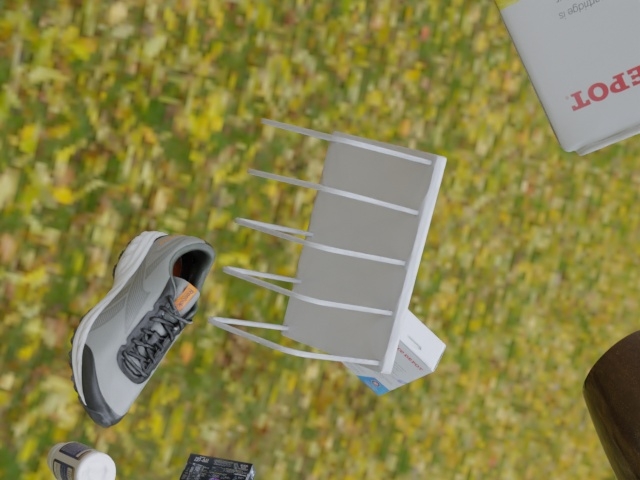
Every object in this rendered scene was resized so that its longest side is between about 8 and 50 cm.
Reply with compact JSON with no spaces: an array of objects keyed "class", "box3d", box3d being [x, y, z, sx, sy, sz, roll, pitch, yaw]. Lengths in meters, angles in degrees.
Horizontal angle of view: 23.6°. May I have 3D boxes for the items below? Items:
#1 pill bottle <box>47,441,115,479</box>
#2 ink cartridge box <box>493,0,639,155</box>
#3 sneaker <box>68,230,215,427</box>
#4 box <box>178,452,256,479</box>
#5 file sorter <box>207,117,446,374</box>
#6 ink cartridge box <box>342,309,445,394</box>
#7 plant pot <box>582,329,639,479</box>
[{"class":"pill bottle","box3d":[-0.361,0.338,2.290,0.067,0.120,0.067,-4,98,-35]},{"class":"ink cartridge box","box3d":[0.291,-0.312,1.434,0.160,0.279,0.385,-33,100,-59]},{"class":"sneaker","box3d":[-0.206,0.095,1.783,0.100,0.108,0.272,53,45,-39]},{"class":"box","box3d":[-0.127,0.291,1.830,0.018,0.083,0.067,78,25,-44]},{"class":"file sorter","box3d":[0.000,0.000,1.893,0.173,0.192,0.278,12,93,-45]},{"class":"ink cartridge box","box3d":[0.093,0.145,2.031,0.088,0.122,0.052,43,52,-14]},{"class":"plant pot","box3d":[0.378,0.204,1.549,0.215,0.230,0.215,-24,143,-20]}]
